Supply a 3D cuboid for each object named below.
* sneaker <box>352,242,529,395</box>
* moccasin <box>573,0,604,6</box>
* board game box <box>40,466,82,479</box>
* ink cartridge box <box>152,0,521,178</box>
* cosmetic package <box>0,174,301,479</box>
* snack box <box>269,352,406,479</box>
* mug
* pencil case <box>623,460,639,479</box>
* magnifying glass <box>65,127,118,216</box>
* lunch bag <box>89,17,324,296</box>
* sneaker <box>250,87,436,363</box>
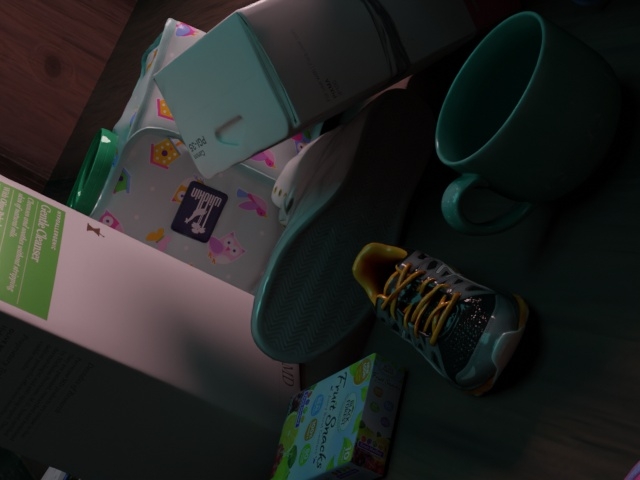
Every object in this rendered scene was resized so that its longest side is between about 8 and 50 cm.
[{"bbox_3d":[0.087,0.054,1.025,0.084,0.083,0.215,-61,22,0],"label":"sneaker"},{"bbox_3d":[0.219,-0.245,1.048,0.138,0.116,0.342,-67,18,10],"label":"moccasin"},{"bbox_3d":[-0.327,0.352,1.672,0.305,0.053,0.193,-56,21,17],"label":"board game box"},{"bbox_3d":[0.013,-0.183,1.247,0.283,0.117,0.207,-30,5,-30],"label":"ink cartridge box"},{"bbox_3d":[-0.207,0.106,1.252,0.155,0.365,0.197,-53,25,28],"label":"cosmetic package"},{"bbox_3d":[0.011,0.164,1.128,0.141,0.037,0.100,-34,36,51],"label":"snack box"},{"bbox_3d":[0.156,-0.083,1.009,0.158,0.097,0.129,-53,23,25],"label":"mug"},{"bbox_3d":[0.195,0.145,0.481,0.095,0.209,0.098,-9,50,51],"label":"pencil case"},{"bbox_3d":[-0.267,-0.037,1.461,0.231,0.026,0.092,-50,27,47],"label":"magnifying glass"},{"bbox_3d":[-0.129,-0.083,1.503,0.160,0.223,0.262,-36,34,59],"label":"lunch bag"},{"bbox_3d":[0.000,0.000,1.283,0.293,0.108,0.169,-60,17,-23],"label":"sneaker"}]
